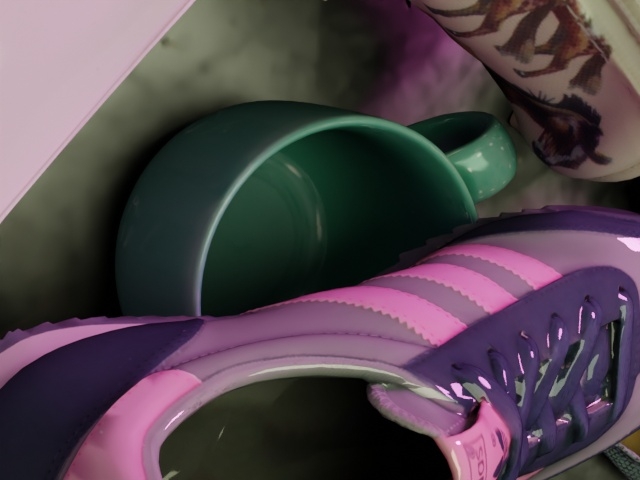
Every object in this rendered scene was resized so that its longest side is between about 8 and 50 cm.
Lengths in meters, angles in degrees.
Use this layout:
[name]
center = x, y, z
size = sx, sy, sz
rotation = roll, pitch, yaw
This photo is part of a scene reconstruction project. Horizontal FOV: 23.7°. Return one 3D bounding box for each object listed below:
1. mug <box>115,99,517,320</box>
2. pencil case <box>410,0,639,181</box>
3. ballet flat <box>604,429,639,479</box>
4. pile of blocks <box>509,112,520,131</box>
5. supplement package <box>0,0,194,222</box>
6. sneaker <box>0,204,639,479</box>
[mug]
center = -0.004, 0.009, 0.614
size = 0.157, 0.097, 0.129
rotation = -1, 99, -33
[pencil case]
center = 0.016, -0.191, 0.516
size = 0.410, 0.160, 0.183
rotation = 40, 36, -24
[ballet flat]
center = 0.168, 0.087, 0.761
size = 0.188, 0.070, 0.070
rotation = 30, 83, -33
[pile of blocks]
center = 0.270, -0.094, 0.760
size = 0.362, 0.112, 0.149
rotation = -25, 112, -26
[supplement package]
center = -0.207, -0.118, 0.410
size = 0.175, 0.177, 0.293
rotation = -52, 121, -14
[sneaker]
center = 0.041, 0.063, 0.514
size = 0.319, 0.131, 0.112
rotation = -15, 107, -30
